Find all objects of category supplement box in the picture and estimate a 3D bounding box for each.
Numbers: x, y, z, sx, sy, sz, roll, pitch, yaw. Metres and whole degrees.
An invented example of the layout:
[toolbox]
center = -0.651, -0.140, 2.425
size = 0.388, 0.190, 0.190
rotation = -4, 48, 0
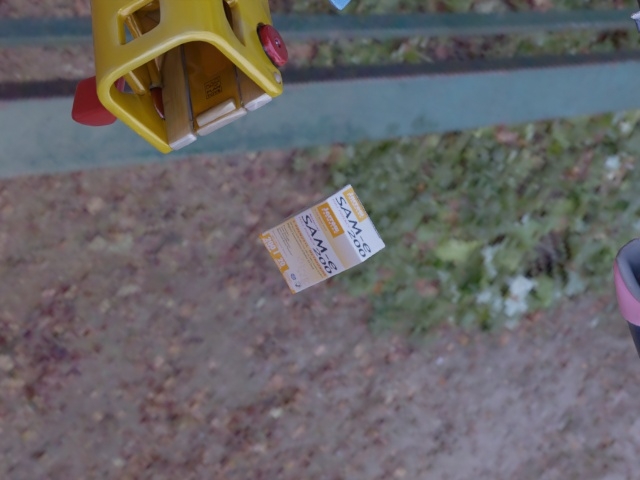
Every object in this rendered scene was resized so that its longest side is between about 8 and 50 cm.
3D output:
[supplement box]
center = 0.000, 0.000, 1.118
size = 0.098, 0.062, 0.036
rotation = -27, -176, 46

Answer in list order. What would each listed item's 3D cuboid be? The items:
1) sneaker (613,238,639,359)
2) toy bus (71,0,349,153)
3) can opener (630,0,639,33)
[sneaker]
center = 0.291, 0.006, 0.712
size = 0.319, 0.131, 0.112
rotation = -35, 179, 44
[toy bus]
center = -0.093, -0.160, 0.813
size = 0.104, 0.202, 0.191
rotation = 40, 76, -49
[can opener]
center = 0.374, -0.249, 1.342
size = 0.280, 0.074, 0.093
rotation = -7, 82, -65
